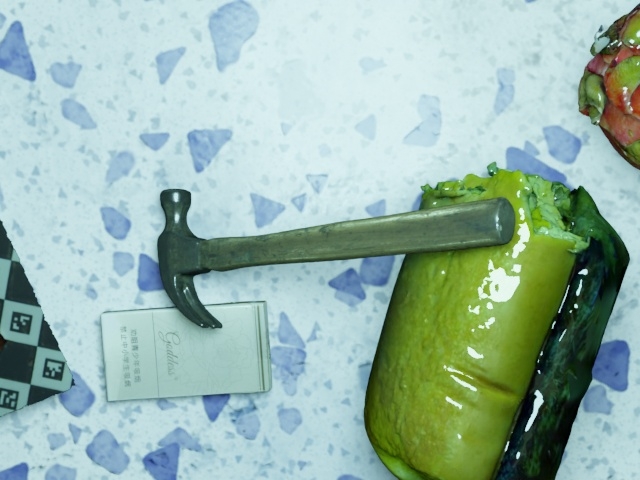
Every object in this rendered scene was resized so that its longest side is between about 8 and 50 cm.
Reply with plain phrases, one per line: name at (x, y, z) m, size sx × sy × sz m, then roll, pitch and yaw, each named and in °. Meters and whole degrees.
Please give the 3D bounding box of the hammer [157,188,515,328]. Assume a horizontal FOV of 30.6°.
hammer at (0.000, 0.000, 1.265) m, size 0.440 × 0.044 × 0.168 m, roll -8°, pitch 84°, yaw 33°

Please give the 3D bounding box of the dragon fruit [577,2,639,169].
dragon fruit at (0.427, -0.169, 1.260) m, size 0.250 × 0.291 × 0.269 m, roll -43°, pitch 95°, yaw -3°

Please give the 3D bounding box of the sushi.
sushi at (-0.431, 0.110, 1.384) m, size 0.231 × 0.047 × 0.219 m, roll -22°, pitch 99°, yaw 5°

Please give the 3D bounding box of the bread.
bread at (0.176, 0.102, 1.290) m, size 0.208 × 0.251 × 0.376 m, roll 14°, pitch 95°, yaw -31°

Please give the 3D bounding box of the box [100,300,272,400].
box at (-0.160, 0.132, 1.399) m, size 0.198 × 0.029 × 0.109 m, roll -4°, pitch 95°, yaw 0°
